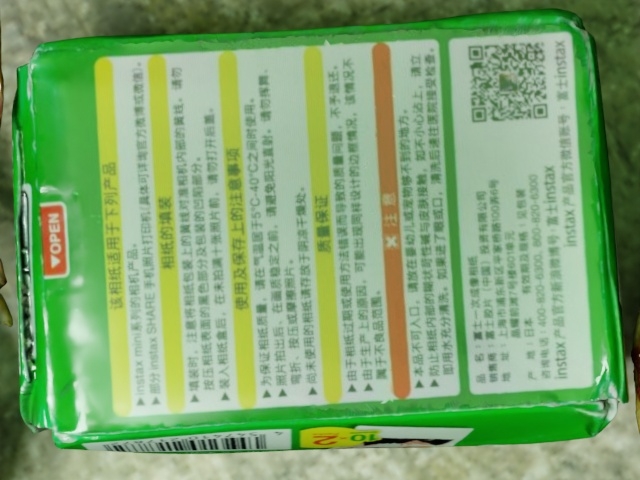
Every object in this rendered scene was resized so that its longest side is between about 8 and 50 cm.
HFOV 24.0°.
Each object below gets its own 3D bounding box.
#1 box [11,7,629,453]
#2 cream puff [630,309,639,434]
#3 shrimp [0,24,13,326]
[{"bbox_3d":[0.000,0.000,0.629,0.250,0.103,0.180,-3,89,-2],"label":"box"},{"bbox_3d":[0.194,0.052,0.616,0.149,0.084,0.149,2,86,-38],"label":"cream puff"},{"bbox_3d":[-0.165,-0.072,0.618,0.133,0.053,0.236,-28,72,27],"label":"shrimp"}]
